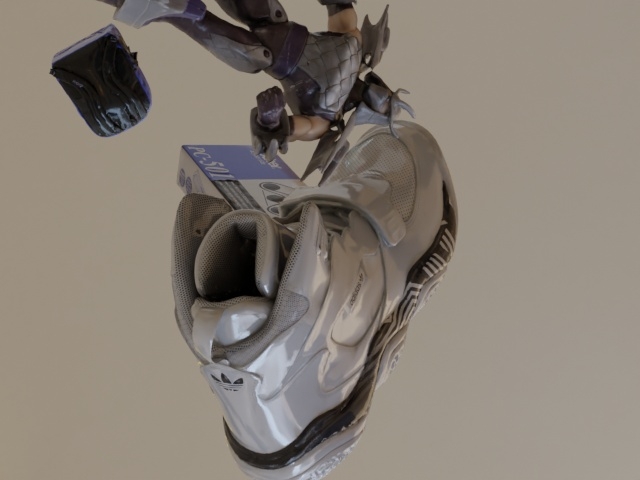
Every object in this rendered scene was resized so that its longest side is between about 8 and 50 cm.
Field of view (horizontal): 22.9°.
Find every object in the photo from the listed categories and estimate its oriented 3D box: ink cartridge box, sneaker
[{"bbox_3d":[-0.060,-0.034,1.521,0.207,0.097,0.046,-132,46,-57],"label":"ink cartridge box"},{"bbox_3d":[0.000,0.000,1.290,0.366,0.137,0.210,-65,-33,-32],"label":"sneaker"}]

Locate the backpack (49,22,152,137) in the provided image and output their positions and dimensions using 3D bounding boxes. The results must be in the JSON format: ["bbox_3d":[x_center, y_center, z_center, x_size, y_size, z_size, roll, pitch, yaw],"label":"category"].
[{"bbox_3d":[-0.260,-0.197,1.953,0.120,0.098,0.101,60,-169,-19],"label":"backpack"}]

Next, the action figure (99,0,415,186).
[{"bbox_3d":[-0.046,-0.158,1.223,0.099,0.285,0.185,-37,30,54],"label":"action figure"}]
